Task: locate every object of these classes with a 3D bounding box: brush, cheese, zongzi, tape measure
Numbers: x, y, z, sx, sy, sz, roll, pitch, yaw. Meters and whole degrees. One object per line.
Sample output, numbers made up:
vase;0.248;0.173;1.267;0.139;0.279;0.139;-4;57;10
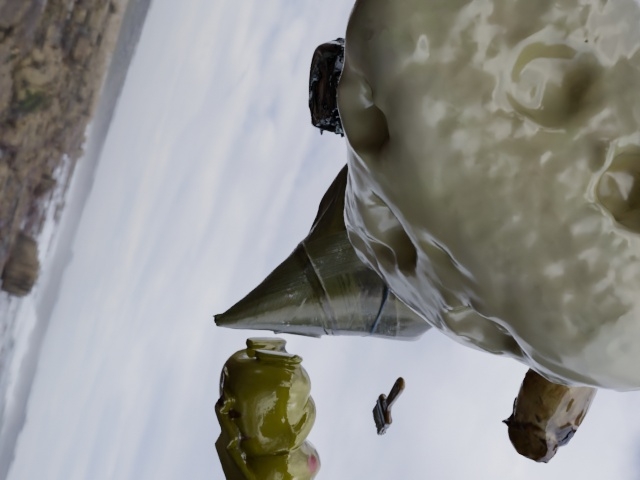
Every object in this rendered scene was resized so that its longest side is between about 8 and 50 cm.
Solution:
brush;0.090;0.213;1.081;0.170;0.014;0.043;104;-25;-60
cheese;0.124;-0.037;0.449;0.173;0.248;0.251;-41;148;-19
zongzi;0.000;0.000;1.020;0.125;0.274;0.251;118;-29;-58
tape measure;0.017;-0.141;0.757;0.094;0.054;0.091;-158;-110;-76

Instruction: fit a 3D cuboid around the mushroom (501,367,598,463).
mushroom;0.191;-0.023;0.661;0.233;0.208;0.302;-39;-104;30

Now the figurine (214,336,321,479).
figurine;-0.086;0.327;1.344;0.218;0.169;0.327;-154;-125;-77
